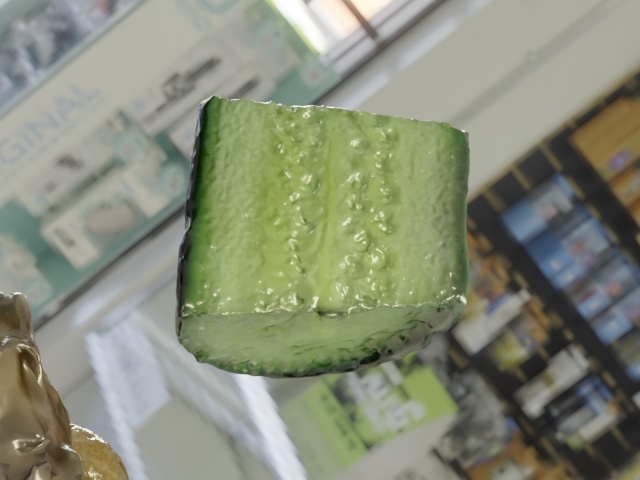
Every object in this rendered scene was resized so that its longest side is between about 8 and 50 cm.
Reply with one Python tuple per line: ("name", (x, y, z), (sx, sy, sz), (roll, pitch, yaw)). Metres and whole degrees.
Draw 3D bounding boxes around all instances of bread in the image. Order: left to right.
("bread", (-0.166, 0.186, 1.160), (0.082, 0.113, 0.060), (33, 25, 23))

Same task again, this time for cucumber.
("cucumber", (0.000, 0.000, 0.692), (0.062, 0.116, 0.115), (107, -12, -59))

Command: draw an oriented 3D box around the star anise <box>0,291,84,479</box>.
("star anise", (-0.168, 0.174, 0.570), (0.117, 0.332, 0.332), (20, -19, 46))
